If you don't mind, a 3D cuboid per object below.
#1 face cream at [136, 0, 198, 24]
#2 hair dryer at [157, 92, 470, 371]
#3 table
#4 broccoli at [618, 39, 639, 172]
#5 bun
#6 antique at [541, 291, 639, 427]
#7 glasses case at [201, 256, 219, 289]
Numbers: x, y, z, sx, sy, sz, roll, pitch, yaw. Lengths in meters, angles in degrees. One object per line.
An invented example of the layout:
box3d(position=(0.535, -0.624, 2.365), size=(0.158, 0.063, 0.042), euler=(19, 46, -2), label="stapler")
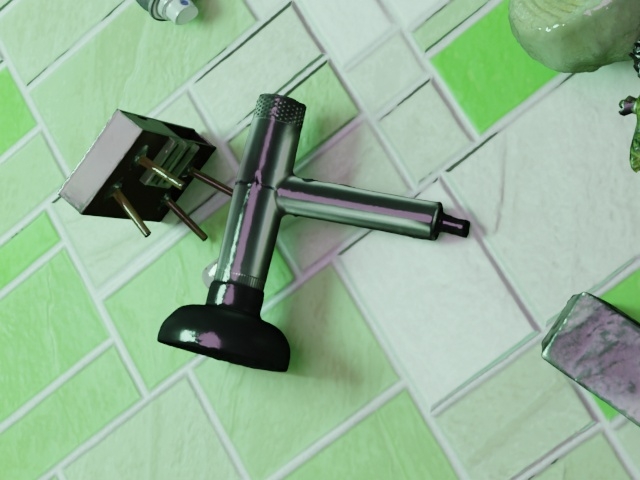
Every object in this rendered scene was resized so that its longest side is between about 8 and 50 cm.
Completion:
box3d(position=(-0.247, -0.377, 2.141), size=(0.073, 0.073, 0.283), euler=(-45, 63, 12), label="face cream")
box3d(position=(-0.010, 0.012, 1.889), size=(0.284, 0.156, 0.320), euler=(19, 86, 32), label="hair dryer")
box3d(position=(-0.187, -0.063, 1.955), size=(0.111, 0.240, 0.121), euler=(39, 99, 14), label="table")
box3d(position=(0.404, -0.147, 1.700), size=(0.226, 0.198, 0.176), euler=(-101, 26, -47), label="broccoli")
box3d(position=(0.299, -0.255, 1.790), size=(0.195, 0.118, 0.195), euler=(-32, 32, 23), label="bun")
box3d(position=(0.322, 0.132, 1.727), size=(0.183, 0.088, 0.086), euler=(36, 96, 30), label="antique")
box3d(position=(-0.107, 0.029, 2.010), size=(0.083, 0.021, 0.032), euler=(-35, 69, 16), label="glasses case")
